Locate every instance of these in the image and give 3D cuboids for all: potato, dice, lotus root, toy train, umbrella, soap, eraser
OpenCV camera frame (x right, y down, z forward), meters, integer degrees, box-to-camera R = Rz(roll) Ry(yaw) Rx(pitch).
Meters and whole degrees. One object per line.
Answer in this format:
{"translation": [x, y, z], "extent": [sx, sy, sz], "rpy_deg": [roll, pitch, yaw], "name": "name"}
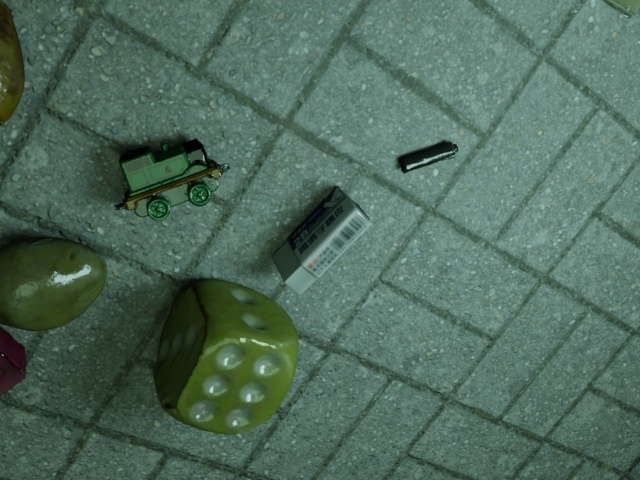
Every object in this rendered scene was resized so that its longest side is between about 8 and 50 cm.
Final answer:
{"translation": [-0.513, 0.078, 1.317], "extent": [0.235, 0.160, 0.178], "rpy_deg": [-20, 160, -24], "name": "potato"}
{"translation": [-0.195, 0.236, 1.457], "extent": [0.227, 0.233, 0.238], "rpy_deg": [20, 109, -27], "name": "dice"}
{"translation": [-0.555, -0.253, 1.081], "extent": [0.199, 0.180, 0.188], "rpy_deg": [-8, 160, -15], "name": "lotus root"}
{"translation": [-0.285, -0.120, 1.329], "extent": [0.228, 0.091, 0.136], "rpy_deg": [-23, 111, -6], "name": "toy train"}
{"translation": [0.229, -0.178, 1.505], "extent": [0.133, 0.031, 0.036], "rpy_deg": [-19, 122, -10], "name": "umbrella"}
{"translation": [-0.713, 0.268, 1.382], "extent": [0.250, 0.099, 0.162], "rpy_deg": [-36, 129, 2], "name": "soap"}
{"translation": [0.000, 0.000, 1.465], "extent": [0.210, 0.124, 0.068], "rpy_deg": [-45, 122, 8], "name": "eraser"}

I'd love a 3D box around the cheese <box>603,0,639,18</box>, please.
{"translation": [0.499, -0.556, 1.400], "extent": [0.400, 0.034, 0.085], "rpy_deg": [18, 109, -26], "name": "cheese"}
